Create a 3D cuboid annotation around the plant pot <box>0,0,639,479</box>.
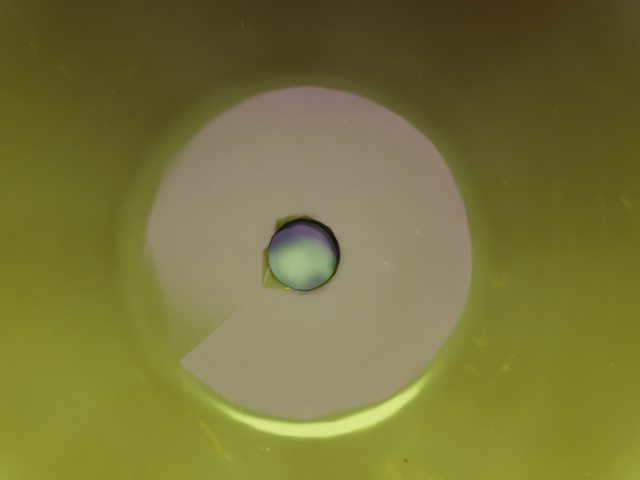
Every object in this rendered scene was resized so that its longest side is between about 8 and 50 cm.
[{"bbox_3d":[0.000,0.000,0.382,0.237,0.110,0.237,1,83,-7],"label":"plant pot"}]
